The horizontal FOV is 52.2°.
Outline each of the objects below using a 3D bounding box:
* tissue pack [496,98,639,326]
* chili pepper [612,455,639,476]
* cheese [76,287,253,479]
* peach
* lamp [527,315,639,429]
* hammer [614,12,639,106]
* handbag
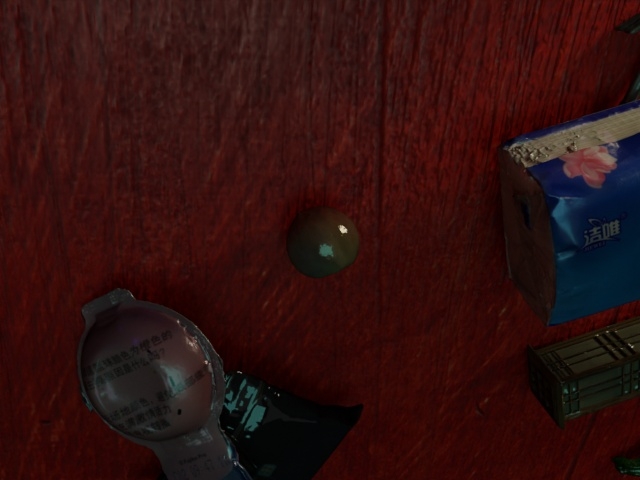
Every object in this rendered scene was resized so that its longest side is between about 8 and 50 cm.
[{"bbox_3d":[0.346,-0.039,0.718,0.269,0.137,0.209,-16,121,-3],"label":"tissue pack"},{"bbox_3d":[0.550,0.313,1.030,0.073,0.050,0.182,25,112,-31],"label":"chili pepper"},{"bbox_3d":[-0.173,0.185,0.731,0.189,0.074,0.286,-27,98,22],"label":"cheese"},{"bbox_3d":[0.002,0.000,0.715,0.083,0.083,0.083,-6,118,-11],"label":"peach"},{"bbox_3d":[0.453,0.152,0.899,0.325,0.089,0.090,-17,119,-5],"label":"lamp"},{"bbox_3d":[0.342,-0.144,0.752,0.103,0.029,0.246,13,115,-20],"label":"hammer"},{"bbox_3d":[-0.093,0.279,0.834,0.211,0.089,0.254,22,112,-31],"label":"handbag"}]
